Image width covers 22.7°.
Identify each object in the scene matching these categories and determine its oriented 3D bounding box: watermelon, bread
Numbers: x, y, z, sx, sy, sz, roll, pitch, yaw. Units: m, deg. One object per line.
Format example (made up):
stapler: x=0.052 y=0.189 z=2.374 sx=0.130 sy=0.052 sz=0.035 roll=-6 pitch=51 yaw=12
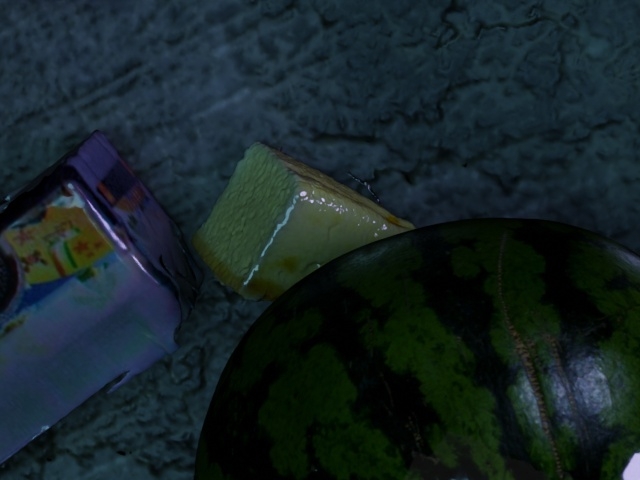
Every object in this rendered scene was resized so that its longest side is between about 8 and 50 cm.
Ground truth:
watermelon: x=0.081 y=0.127 z=0.785 sx=0.285 sy=0.285 sz=0.285 roll=1 pitch=97 yaw=10
bread: x=0.000 y=0.000 z=0.910 sx=0.109 sy=0.080 sz=0.084 roll=22 pitch=103 yaw=-29

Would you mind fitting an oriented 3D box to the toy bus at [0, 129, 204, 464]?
toy bus: x=-0.220 y=0.077 z=0.918 sx=0.317 sy=0.112 sz=0.138 roll=-38 pitch=100 yaw=13
